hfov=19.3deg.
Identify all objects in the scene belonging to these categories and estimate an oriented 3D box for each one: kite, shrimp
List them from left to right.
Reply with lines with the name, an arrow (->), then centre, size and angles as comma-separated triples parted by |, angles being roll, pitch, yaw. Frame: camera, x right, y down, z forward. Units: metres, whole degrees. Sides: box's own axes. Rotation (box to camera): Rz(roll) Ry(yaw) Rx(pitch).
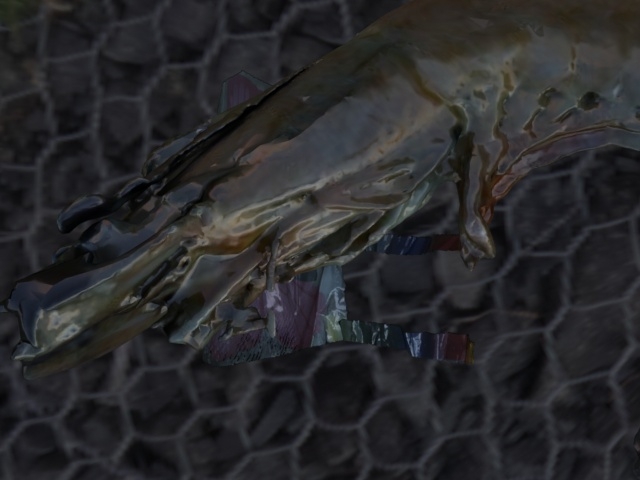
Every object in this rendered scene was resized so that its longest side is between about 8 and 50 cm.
kite -> 0.003, 0.000, 1.167 | 0.022, 0.360, 0.204 | 1, 95, -28
shrimp -> 0.033, 0.005, 0.478 | 0.219, 0.046, 0.152 | -25, 58, -21
